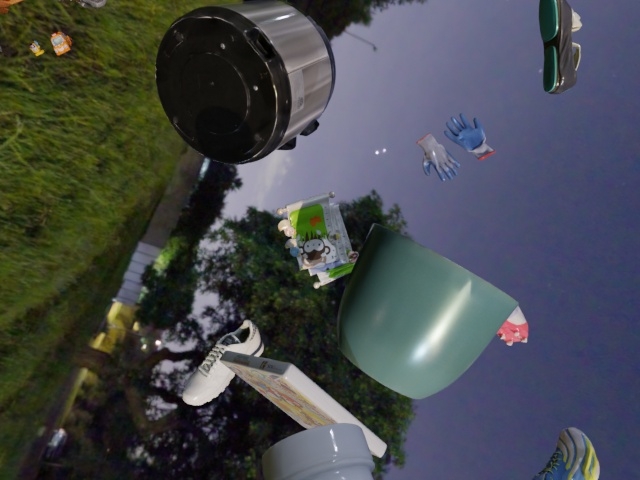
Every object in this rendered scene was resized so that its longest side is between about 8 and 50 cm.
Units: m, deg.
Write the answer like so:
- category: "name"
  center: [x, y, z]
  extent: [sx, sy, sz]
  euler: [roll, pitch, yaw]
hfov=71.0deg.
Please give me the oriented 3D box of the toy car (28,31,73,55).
- category: "toy car"
  center: [-0.618, -0.440, 1.012]
  extent: [0.040, 0.122, 0.060]
  euler: [65, 22, -49]

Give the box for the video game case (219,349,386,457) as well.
- category: "video game case"
  center: [-0.034, 0.257, 0.718]
  extent: [0.206, 0.227, 0.026]
  euler: [-10, -141, 52]

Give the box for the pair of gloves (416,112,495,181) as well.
- category: "pair of gloves"
  center: [0.356, -0.250, 1.206]
  extent: [0.198, 0.023, 0.159]
  euler: [-31, -116, 4]

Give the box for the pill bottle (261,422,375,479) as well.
- category: "pill bottle"
  center: [0.024, 0.256, 0.316]
  extent: [0.124, 0.124, 0.221]
  euler: [-57, -142, 36]

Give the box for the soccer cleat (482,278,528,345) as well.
- category: "soccer cleat"
  center: [0.399, 0.148, 1.023]
  extent: [0.083, 0.248, 0.095]
  euler: [-26, -144, 35]

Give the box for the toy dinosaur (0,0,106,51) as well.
- category: "toy dinosaur"
  center: [-0.312, -0.168, 0.279]
  extent: [0.218, 0.322, 0.164]
  euler: [123, -27, -59]

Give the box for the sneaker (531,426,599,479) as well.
- category: "sneaker"
  center: [0.510, 0.496, 0.944]
  extent: [0.091, 0.126, 0.240]
  euler: [-48, -165, 47]

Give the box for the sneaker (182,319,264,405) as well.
- category: "sneaker"
  center: [-0.241, 0.288, 1.078]
  extent: [0.235, 0.090, 0.094]
  euler: [-43, 145, -31]

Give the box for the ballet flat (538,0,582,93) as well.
- category: "ballet flat"
  center: [0.475, -0.394, 0.884]
  extent: [0.074, 0.074, 0.203]
  euler: [-157, -121, -72]

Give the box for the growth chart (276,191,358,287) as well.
- category: "growth chart"
  center: [0.000, 0.000, 1.096]
  extent: [0.172, 0.237, 0.021]
  euler: [-28, -161, -15]

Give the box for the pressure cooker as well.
- category: "pressure cooker"
  center: [-0.160, -0.421, 1.176]
  extent: [0.370, 0.375, 0.420]
  euler: [-45, -177, 40]

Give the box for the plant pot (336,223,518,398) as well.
- category: "plant pot"
  center: [0.166, 0.141, 0.826]
  extent: [0.235, 0.293, 0.293]
  euler: [-60, -162, 1]
